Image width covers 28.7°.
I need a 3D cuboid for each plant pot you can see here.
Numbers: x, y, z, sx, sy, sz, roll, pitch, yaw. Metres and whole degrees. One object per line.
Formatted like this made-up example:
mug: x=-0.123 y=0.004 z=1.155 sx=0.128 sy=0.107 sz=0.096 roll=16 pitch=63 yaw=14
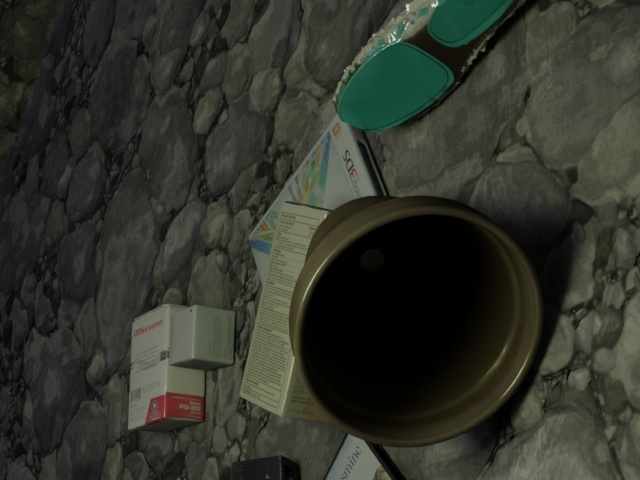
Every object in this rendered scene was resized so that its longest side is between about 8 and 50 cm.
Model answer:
plant pot: x=0.099 y=0.071 z=1.669 sx=0.280 sy=0.323 sz=0.323 roll=-123 pitch=51 yaw=-69

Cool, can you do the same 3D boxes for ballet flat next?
ballet flat: x=0.177 y=-0.308 z=1.820 sx=0.409 sy=0.147 sz=0.147 roll=-40 pitch=48 yaw=41

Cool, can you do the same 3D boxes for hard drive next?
hard drive: x=-0.093 y=0.483 z=2.022 sx=0.172 sy=0.054 sz=0.255 roll=-21 pitch=62 yaw=53

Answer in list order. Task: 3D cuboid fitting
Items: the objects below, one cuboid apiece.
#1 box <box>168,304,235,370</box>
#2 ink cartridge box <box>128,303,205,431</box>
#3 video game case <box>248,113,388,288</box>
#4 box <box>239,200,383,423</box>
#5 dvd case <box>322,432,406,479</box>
box: x=-0.217 y=0.179 z=2.281 sx=0.102 sy=0.087 sz=0.101 roll=-22 pitch=62 yaw=53
ink cartridge box: x=-0.292 y=0.245 z=2.375 sx=0.158 sy=0.092 sz=0.218 roll=-25 pitch=62 yaw=52
video game case: x=0.000 y=0.000 z=2.051 sx=0.329 sy=0.036 sz=0.300 roll=-53 pitch=40 yaw=35
box: x=-0.011 y=0.107 z=1.885 sx=0.148 sy=0.121 sz=0.311 roll=16 pitch=93 yaw=59
dvd case: x=0.072 y=0.407 z=1.822 sx=0.253 sy=0.022 sz=0.180 roll=50 pitch=122 yaw=51
